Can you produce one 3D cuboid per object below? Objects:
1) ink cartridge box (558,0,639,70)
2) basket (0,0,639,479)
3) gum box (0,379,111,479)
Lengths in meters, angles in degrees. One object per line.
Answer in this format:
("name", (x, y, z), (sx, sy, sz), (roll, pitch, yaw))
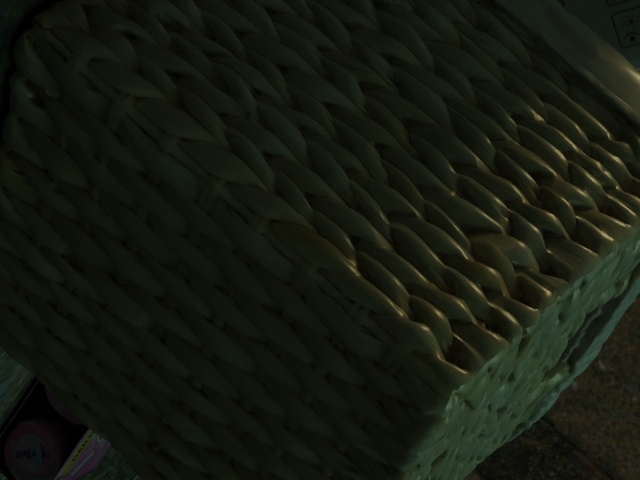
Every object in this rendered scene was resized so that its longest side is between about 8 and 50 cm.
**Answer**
("ink cartridge box", (0.271, -0.209, 1.369), (0.308, 0.091, 0.385), (-16, -168, 27))
("basket", (0.000, 0.000, 1.056), (0.266, 0.331, 0.328), (-41, 166, -35))
("gum box", (-0.182, 0.115, 1.439), (0.188, 0.062, 0.107), (-54, 170, 19))
